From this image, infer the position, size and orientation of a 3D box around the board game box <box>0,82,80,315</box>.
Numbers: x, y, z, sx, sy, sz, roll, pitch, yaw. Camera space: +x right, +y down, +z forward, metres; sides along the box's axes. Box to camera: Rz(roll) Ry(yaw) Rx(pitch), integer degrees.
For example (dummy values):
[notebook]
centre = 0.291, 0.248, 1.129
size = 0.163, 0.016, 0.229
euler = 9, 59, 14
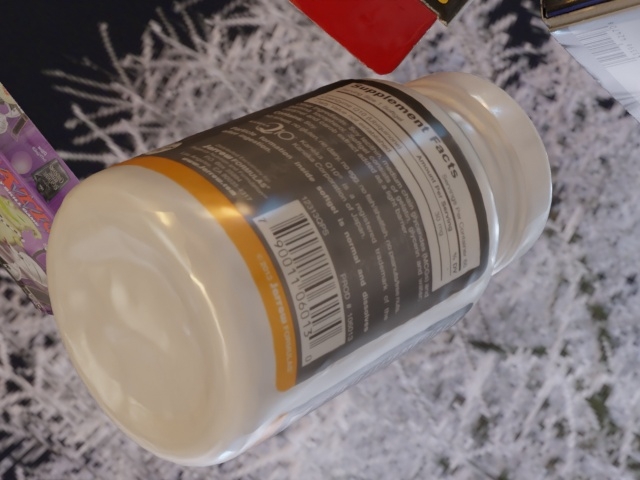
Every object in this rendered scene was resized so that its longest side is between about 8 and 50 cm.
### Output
[board game box]
centre = -0.292, -0.065, 1.117
size = 0.056, 0.208, 0.347
euler = -50, -62, -30

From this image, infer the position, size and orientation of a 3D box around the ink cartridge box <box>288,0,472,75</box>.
[ink cartridge box]
centre = 0.003, -0.275, 0.713
size = 0.272, 0.309, 0.130
euler = -50, 3, 19

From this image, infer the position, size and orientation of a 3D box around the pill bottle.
[pill bottle]
centre = 0.000, 0.000, 0.720
size = 0.278, 0.162, 0.162
euler = -26, -49, -42

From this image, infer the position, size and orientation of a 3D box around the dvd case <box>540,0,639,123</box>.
[dvd case]
centre = 0.226, -0.086, 0.471
size = 0.179, 0.239, 0.029
euler = 27, -122, -54
